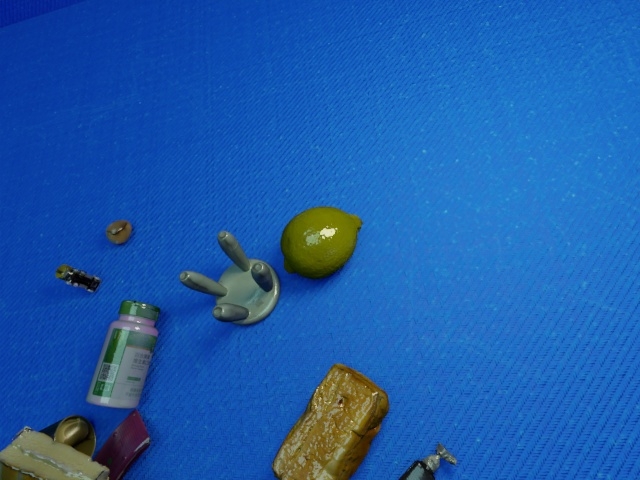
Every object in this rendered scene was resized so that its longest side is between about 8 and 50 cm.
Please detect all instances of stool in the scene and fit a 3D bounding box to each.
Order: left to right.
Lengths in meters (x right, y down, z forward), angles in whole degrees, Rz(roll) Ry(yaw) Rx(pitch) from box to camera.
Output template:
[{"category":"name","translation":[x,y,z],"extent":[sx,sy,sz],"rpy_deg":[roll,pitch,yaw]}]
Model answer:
[{"category":"stool","translation":[-0.227,0.116,1.097],"extent":[0.195,0.199,0.195],"rpy_deg":[39,83,23]}]

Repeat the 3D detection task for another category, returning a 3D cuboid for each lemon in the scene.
[{"category":"lemon","translation":[0.000,0.000,1.099],"extent":[0.248,0.184,0.184],"rpy_deg":[-35,65,-1]}]

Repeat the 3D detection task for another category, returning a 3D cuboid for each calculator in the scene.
[{"category":"calculator","translation":[-0.521,0.550,1.063],"extent":[0.126,0.034,0.191],"rpy_deg":[30,79,43]}]

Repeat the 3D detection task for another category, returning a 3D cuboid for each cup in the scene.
[{"category":"cup","translation":[-0.694,0.568,1.077],"extent":[0.155,0.131,0.177],"rpy_deg":[-22,84,9]}]

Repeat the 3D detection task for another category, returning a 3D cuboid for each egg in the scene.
[{"category":"egg","translation":[-0.650,-0.029,1.330],"extent":[0.071,0.071,0.083],"rpy_deg":[30,60,23]}]

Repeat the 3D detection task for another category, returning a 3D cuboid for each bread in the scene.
[{"category":"bread","translation":[-0.619,0.584,0.952],"extent":[0.239,0.111,0.246],"rpy_deg":[17,111,5]},{"category":"bread","translation":[0.030,0.442,0.937],"extent":[0.166,0.132,0.295],"rpy_deg":[28,78,23]}]

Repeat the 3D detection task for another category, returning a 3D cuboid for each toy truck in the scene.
[{"category":"toy truck","translation":[-0.744,0.115,1.265],"extent":[0.062,0.123,0.052],"rpy_deg":[16,73,26]}]

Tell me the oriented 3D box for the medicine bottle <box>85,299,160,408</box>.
[{"category":"medicine bottle","translation":[-0.529,0.307,1.129],"extent":[0.133,0.133,0.275],"rpy_deg":[3,70,15]}]

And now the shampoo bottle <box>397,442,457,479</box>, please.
[{"category":"shampoo bottle","translation":[0.206,0.532,0.897],"extent":[0.207,0.057,0.063],"rpy_deg":[-44,65,-5]}]
